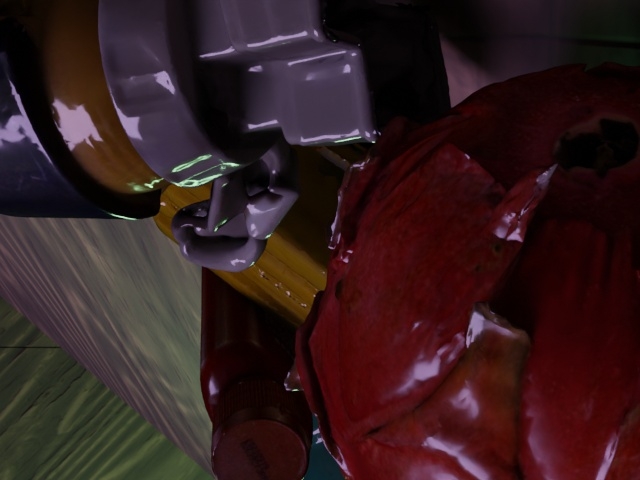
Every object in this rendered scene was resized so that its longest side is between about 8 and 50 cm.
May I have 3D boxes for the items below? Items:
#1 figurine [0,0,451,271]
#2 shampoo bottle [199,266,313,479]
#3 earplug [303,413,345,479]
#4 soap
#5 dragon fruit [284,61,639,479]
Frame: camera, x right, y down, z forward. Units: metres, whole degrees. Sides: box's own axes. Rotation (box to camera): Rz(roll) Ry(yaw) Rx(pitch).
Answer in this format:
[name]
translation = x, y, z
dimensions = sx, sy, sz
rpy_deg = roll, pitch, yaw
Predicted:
[figurine]
translation = -0.094, -0.091, 0.663
dimensions = 0.308, 0.143, 0.308
rpy_deg = 7, 120, 12
[shampoo bottle]
translation = -0.053, 0.094, 1.050
dimensions = 0.314, 0.076, 0.118
rpy_deg = -101, -12, -66
[earplug]
translation = 0.081, 0.190, 1.181
dimensions = 0.164, 0.257, 0.280
rpy_deg = -26, 96, 33
[soap]
translation = 0.000, 0.000, 0.927
dimensions = 0.324, 0.096, 0.204
rpy_deg = 36, 163, 22
[dragon fruit]
translation = 0.107, 0.046, 0.573
dimensions = 0.241, 0.241, 0.252
rpy_deg = 40, 128, 12
